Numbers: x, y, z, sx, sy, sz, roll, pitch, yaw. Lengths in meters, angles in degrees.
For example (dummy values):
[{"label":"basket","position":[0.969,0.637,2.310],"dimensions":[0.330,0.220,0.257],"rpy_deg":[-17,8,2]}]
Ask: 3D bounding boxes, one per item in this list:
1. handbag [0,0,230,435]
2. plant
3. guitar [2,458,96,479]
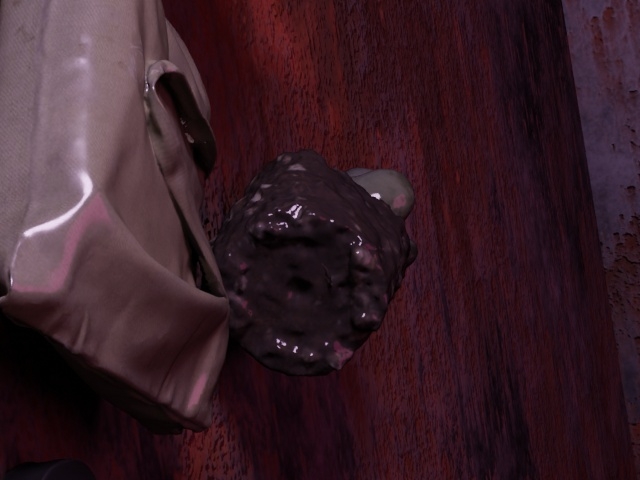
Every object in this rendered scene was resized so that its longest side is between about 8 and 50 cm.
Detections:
[{"label":"handbag","position":[-0.124,-0.045,1.150],"dimensions":[0.253,0.109,0.316],"rpy_deg":[61,22,-56]},{"label":"plant","position":[-0.001,-0.001,1.446],"dimensions":[0.146,0.149,0.274],"rpy_deg":[53,17,-6]},{"label":"guitar","position":[-0.139,0.262,1.087],"dimensions":[0.084,0.038,0.271],"rpy_deg":[-21,103,-70]}]
